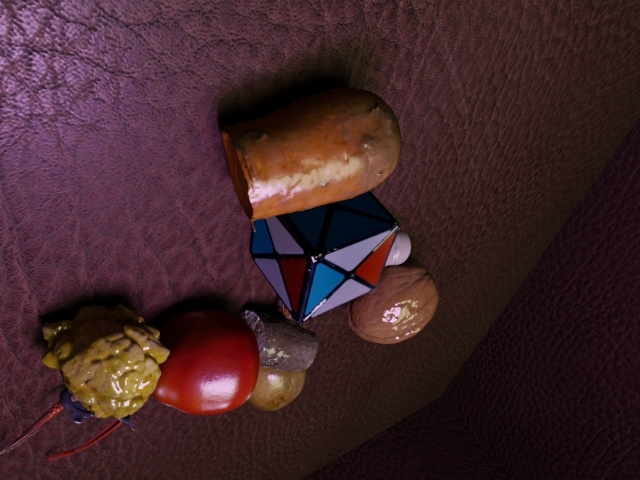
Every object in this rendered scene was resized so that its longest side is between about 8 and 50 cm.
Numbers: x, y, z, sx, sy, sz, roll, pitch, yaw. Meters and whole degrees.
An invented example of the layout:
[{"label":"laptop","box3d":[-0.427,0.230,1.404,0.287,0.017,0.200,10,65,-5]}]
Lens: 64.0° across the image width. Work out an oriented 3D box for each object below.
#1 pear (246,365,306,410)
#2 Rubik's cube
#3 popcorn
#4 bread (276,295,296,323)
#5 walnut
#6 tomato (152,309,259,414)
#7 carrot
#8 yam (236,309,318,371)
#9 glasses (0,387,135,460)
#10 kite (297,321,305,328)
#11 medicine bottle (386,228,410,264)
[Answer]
[{"label":"pear","box3d":[-0.160,0.431,1.607,0.229,0.188,0.211,8,124,-40]},{"label":"Rubik's cube","box3d":[0.000,0.000,1.207,0.246,0.248,0.250,-20,143,-28]},{"label":"popcorn","box3d":[-0.444,0.245,1.080,0.212,0.259,0.259,-35,150,-34]},{"label":"bread","box3d":[-0.053,0.168,1.515,0.160,0.073,0.160,-28,146,-21]},{"label":"walnut","box3d":[0.225,0.195,1.662,0.313,0.277,0.252,-36,111,4]},{"label":"tomato","box3d":[-0.277,0.289,1.265,0.299,0.299,0.226,10,98,-51]},{"label":"carrot","box3d":[-0.014,-0.174,1.016,0.341,0.224,0.224,-21,143,-16]},{"label":"yam","box3d":[-0.124,0.294,1.461,0.254,0.154,0.154,27,109,-35]},{"label":"glasses","box3d":[-0.625,0.486,1.265,0.268,0.118,0.234,-41,149,0]},{"label":"kite","box3d":[-0.115,0.347,1.724,0.232,0.009,0.189,-48,147,12]},{"label":"medicine bottle","box3d":[0.151,0.014,1.483,0.237,0.139,0.139,0,129,-47]}]
